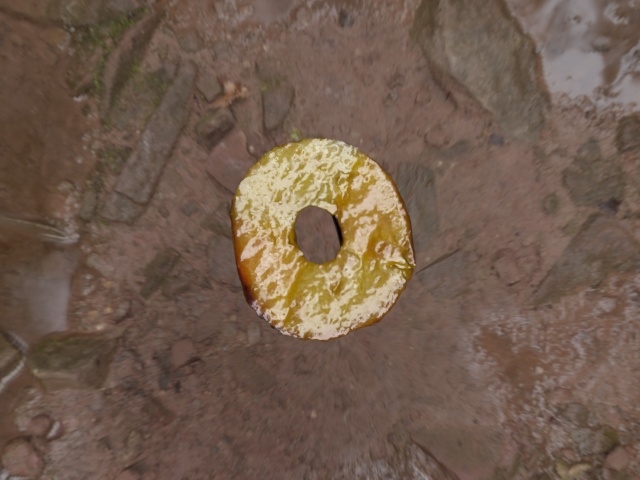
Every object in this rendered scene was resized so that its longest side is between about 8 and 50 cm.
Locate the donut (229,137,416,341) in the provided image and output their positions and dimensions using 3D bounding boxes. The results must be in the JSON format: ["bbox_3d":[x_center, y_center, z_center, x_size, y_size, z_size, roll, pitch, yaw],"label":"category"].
[{"bbox_3d":[0.001,-0.001,0.909,0.174,0.074,0.190,-30,84,5],"label":"donut"}]
